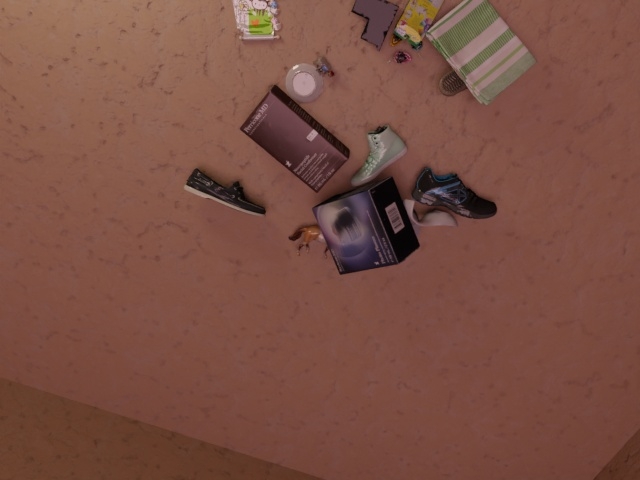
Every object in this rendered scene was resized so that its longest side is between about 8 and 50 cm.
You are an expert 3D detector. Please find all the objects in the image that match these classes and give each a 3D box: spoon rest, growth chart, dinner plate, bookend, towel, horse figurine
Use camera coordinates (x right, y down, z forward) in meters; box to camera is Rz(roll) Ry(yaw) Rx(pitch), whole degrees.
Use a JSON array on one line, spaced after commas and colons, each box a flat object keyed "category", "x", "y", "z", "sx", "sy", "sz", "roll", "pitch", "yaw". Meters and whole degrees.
[{"category": "spoon rest", "x": 0.422, "y": -0.087, "z": 1.979, "sx": 0.277, "sy": 0.137, "sz": 0.084, "roll": 16, "pitch": 92, "yaw": -37}, {"category": "growth chart", "x": -0.232, "y": -0.817, "z": 1.777, "sx": 0.172, "sy": 0.021, "sz": 0.237, "roll": -8, "pitch": 115, "yaw": 7}, {"category": "dinner plate", "x": -0.060, "y": -0.581, "z": 1.880, "sx": 0.141, "sy": 0.017, "sz": 0.141, "roll": 1, "pitch": 114, "yaw": 2}, {"category": "bookend", "x": 0.165, "y": -0.760, "z": 1.748, "sx": 0.156, "sy": 0.072, "sz": 0.157, "roll": 22, "pitch": 116, "yaw": -5}, {"category": "towel", "x": 0.547, "y": -0.654, "z": 1.726, "sx": 0.248, "sy": 0.038, "sz": 0.324, "roll": -41, "pitch": 94, "yaw": -1}, {"category": "horse figurine", "x": 0.000, "y": 0.000, "z": 2.125, "sx": 0.264, "sy": 0.066, "sz": 0.174, "roll": 14, "pitch": 121, "yaw": -5}]

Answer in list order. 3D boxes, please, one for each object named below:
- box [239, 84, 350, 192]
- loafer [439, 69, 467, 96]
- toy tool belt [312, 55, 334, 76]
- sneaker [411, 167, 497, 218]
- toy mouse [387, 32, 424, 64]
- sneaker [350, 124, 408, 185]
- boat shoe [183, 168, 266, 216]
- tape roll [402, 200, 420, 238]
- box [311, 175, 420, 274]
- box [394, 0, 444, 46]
[{"category": "box", "x": -0.089, "y": -0.379, "z": 1.911, "sx": 0.381, "sy": 0.143, "sz": 0.191, "roll": 39, "pitch": 112, "yaw": -12}, {"category": "loafer", "x": 0.530, "y": -0.596, "z": 1.793, "sx": 0.269, "sy": 0.092, "sz": 0.101, "roll": -29, "pitch": 94, "yaw": -1}, {"category": "toy tool belt", "x": 0.010, "y": -0.623, "z": 1.843, "sx": 0.051, "sy": 0.052, "sz": 0.083, "roll": -19, "pitch": 113, "yaw": 47}, {"category": "sneaker", "x": 0.534, "y": -0.179, "z": 1.971, "sx": 0.341, "sy": 0.125, "sz": 0.139, "roll": 14, "pitch": 110, "yaw": -5}, {"category": "toy mouse", "x": 0.308, "y": -0.676, "z": 1.794, "sx": 0.143, "sy": 0.031, "sz": 0.160, "roll": 29, "pitch": 103, "yaw": -8}, {"category": "sneaker", "x": 0.189, "y": -0.328, "z": 1.937, "sx": 0.256, "sy": 0.094, "sz": 0.151, "roll": -38, "pitch": 113, "yaw": 9}, {"category": "boat shoe", "x": -0.366, "y": -0.193, "z": 2.031, "sx": 0.340, "sy": 0.127, "sz": 0.112, "roll": 21, "pitch": 92, "yaw": -3}, {"category": "tape roll", "x": 0.294, "y": -0.055, "z": 2.074, "sx": 0.220, "sy": 0.072, "sz": 0.219, "roll": 1, "pitch": 115, "yaw": 2}, {"category": "box", "x": 0.169, "y": -0.048, "z": 1.934, "sx": 0.294, "sy": 0.183, "sz": 0.296, "roll": -15, "pitch": 102, "yaw": 44}, {"category": "box", "x": 0.332, "y": -0.764, "z": 1.733, "sx": 0.105, "sy": 0.043, "sz": 0.179, "roll": 28, "pitch": 100, "yaw": -9}]
